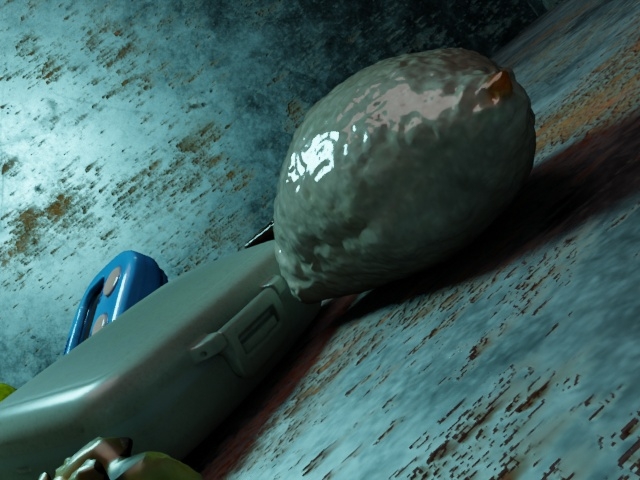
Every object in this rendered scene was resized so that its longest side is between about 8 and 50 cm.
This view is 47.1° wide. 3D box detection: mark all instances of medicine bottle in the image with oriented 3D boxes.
[{"bbox_3d":[-0.167,0.131,0.805,0.282,0.123,0.375,-22,11,34],"label":"medicine bottle"}]

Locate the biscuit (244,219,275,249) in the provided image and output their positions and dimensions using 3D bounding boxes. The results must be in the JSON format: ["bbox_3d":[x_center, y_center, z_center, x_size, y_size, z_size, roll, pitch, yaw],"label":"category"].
[{"bbox_3d":[0.033,-0.062,1.311,0.388,0.107,0.073,-37,6,24],"label":"biscuit"}]

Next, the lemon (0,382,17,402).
[{"bbox_3d":[-0.577,0.361,1.216,0.267,0.267,0.267,-39,5,4],"label":"lemon"}]

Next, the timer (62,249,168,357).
[{"bbox_3d":[-0.406,0.201,1.407,0.309,0.115,0.340,-33,43,46],"label":"timer"}]

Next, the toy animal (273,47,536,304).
[{"bbox_3d":[0.075,-0.071,0.675,0.226,0.188,0.358,-49,10,-29],"label":"toy animal"}]

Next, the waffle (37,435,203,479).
[{"bbox_3d":[-0.233,0.278,0.392,0.379,0.095,0.382,-35,9,43],"label":"waffle"}]
